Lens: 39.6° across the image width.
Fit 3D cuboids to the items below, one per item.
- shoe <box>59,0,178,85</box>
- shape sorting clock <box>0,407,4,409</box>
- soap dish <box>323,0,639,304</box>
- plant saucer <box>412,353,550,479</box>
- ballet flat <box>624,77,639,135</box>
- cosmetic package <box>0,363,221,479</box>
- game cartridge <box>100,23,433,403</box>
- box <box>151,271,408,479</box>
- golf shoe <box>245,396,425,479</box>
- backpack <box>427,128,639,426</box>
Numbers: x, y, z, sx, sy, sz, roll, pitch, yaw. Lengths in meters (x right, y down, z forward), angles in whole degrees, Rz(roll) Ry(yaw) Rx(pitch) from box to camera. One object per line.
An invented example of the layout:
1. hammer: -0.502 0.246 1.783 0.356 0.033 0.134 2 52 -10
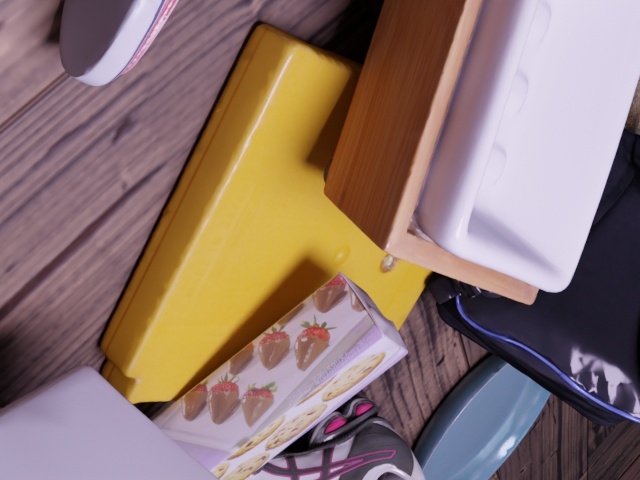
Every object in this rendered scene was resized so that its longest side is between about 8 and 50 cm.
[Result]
1. shoe: -0.064 -0.154 0.459 0.081 0.063 0.178 15 105 -51
2. shape sorting clock: -0.265 0.188 0.566 0.206 0.040 0.206 -32 143 -29
3. soap dish: 0.128 -0.114 0.625 0.229 0.118 0.290 18 90 -53
4. plant saucer: 0.227 0.262 1.264 0.318 0.044 0.317 -33 144 -28
5. ballet flat: 0.370 -0.115 1.002 0.123 0.123 0.348 -35 145 -25
6. cosmetic package: -0.224 0.317 0.536 0.230 0.161 0.453 -32 154 -54
7. game cartridge: 0.000 0.000 0.715 0.324 0.053 0.285 10 114 -52
8. box: -0.082 0.151 0.664 0.324 0.063 0.067 -38 151 6
9. golf shoe: -0.018 0.263 0.884 0.273 0.120 0.105 -30 144 -28
10. backpack: 0.275 0.026 0.898 0.263 0.276 0.213 -56 180 -8
